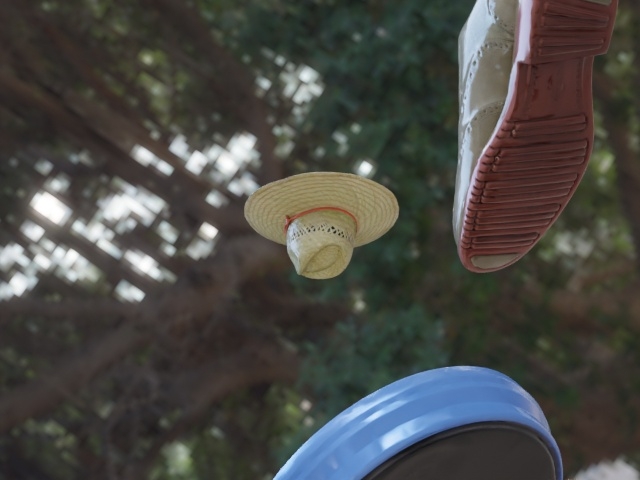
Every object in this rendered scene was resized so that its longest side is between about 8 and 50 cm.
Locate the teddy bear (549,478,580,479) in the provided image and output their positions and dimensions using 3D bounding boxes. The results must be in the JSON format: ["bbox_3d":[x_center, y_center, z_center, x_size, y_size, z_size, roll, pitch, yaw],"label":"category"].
[{"bbox_3d":[0.348,0.344,1.809,0.113,0.338,0.245,-68,-12,5],"label":"teddy bear"}]

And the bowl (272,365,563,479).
[{"bbox_3d":[0.101,0.315,2.112,0.391,0.077,0.391,-20,-45,-22],"label":"bowl"}]

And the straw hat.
[{"bbox_3d":[0.000,0.000,1.690,0.144,0.144,0.061,88,-176,-61],"label":"straw hat"}]

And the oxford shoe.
[{"bbox_3d":[0.187,-0.136,1.832,0.123,0.130,0.348,-2,-59,-32],"label":"oxford shoe"}]
